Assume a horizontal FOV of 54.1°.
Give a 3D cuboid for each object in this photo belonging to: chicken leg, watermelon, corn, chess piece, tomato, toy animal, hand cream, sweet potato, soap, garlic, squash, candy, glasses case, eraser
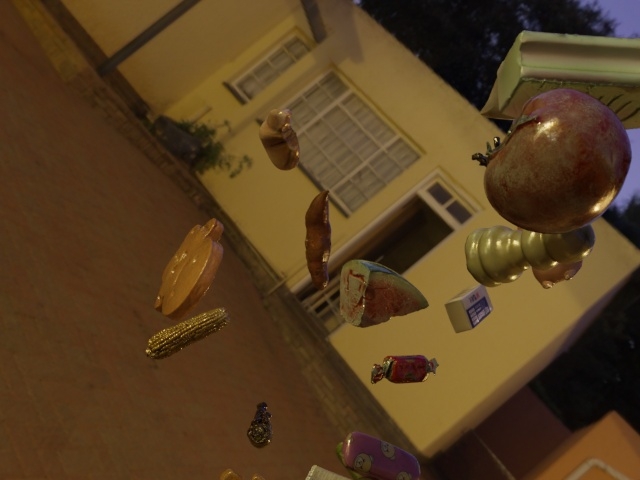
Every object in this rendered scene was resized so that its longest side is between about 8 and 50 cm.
[{"bbox_3d":[-0.163,0.503,1.746,0.070,0.093,0.178,17,15,-7],"label":"chicken leg"},{"bbox_3d":[0.172,0.180,1.897,0.261,0.201,0.213,27,-5,-25],"label":"watermelon"},{"bbox_3d":[-0.473,0.331,2.236,0.097,0.320,0.097,52,-24,34],"label":"corn"},{"bbox_3d":[0.576,0.017,1.704,0.330,0.182,0.182,-20,-66,50],"label":"chess piece"},{"bbox_3d":[0.500,-0.167,1.354,0.282,0.317,0.317,33,-5,5],"label":"tomato"},{"bbox_3d":[0.657,-0.290,2.190,0.245,0.114,0.146,6,-11,25],"label":"toy animal"},{"bbox_3d":[0.048,0.786,2.027,0.234,0.080,0.050,0,-46,40],"label":"hand cream"},{"bbox_3d":[-0.007,-0.007,2.132,0.106,0.095,0.355,26,-62,56],"label":"sweet potato"},{"bbox_3d":[0.706,-0.413,1.666,0.261,0.446,0.156,100,-8,-73],"label":"soap"},{"bbox_3d":[-0.151,-0.351,2.213,0.228,0.110,0.217,-156,-133,-71],"label":"garlic"},{"bbox_3d":[0.124,0.776,2.142,0.239,0.069,0.069,37,-12,50],"label":"squash"},{"bbox_3d":[0.251,0.381,1.850,0.292,0.086,0.059,8,-6,-40],"label":"candy"},{"bbox_3d":[0.201,0.723,2.048,0.316,0.123,0.076,29,-37,-24],"label":"glasses case"},{"bbox_3d":[0.575,0.255,2.410,0.279,0.081,0.124,-19,88,-56],"label":"eraser"},{"bbox_3d":[0.776,0.013,2.169,0.213,0.195,0.256,-28,89,-50],"label":"toy animal"}]

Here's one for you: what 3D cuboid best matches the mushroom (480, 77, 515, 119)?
[{"bbox_3d":[0.664,-0.395,1.916,0.126,0.177,0.397,17,20,-31],"label":"mushroom"}]

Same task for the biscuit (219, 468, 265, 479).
[{"bbox_3d":[-0.162,0.679,1.579,0.041,0.238,0.212,127,-40,-82],"label":"biscuit"}]

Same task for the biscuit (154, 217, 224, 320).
[{"bbox_3d":[-0.328,0.071,1.542,0.052,0.275,0.355,33,6,-21],"label":"biscuit"}]
